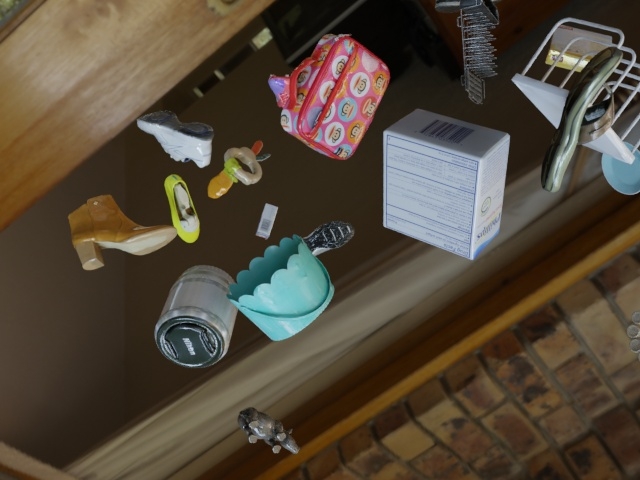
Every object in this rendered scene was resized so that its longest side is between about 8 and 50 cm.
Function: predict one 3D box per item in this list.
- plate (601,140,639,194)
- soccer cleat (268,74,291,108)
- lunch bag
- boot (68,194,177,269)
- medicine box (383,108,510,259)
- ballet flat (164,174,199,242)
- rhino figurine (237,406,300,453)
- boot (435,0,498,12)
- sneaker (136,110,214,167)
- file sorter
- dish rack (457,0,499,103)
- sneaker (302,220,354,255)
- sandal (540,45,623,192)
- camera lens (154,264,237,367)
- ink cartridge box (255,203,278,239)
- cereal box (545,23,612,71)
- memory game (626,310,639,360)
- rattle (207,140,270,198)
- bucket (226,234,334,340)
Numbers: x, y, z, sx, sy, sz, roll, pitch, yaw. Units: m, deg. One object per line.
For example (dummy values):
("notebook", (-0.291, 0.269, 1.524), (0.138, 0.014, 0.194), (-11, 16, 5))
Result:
("plate", (1.026, -0.246, 2.237), (0.188, 0.024, 0.188), (53, 155, 37))
("soccer cleat", (-0.113, -0.463, 2.108), (0.248, 0.083, 0.095), (-22, -66, -84))
("lunch bag", (0.028, -0.383, 1.742), (0.258, 0.293, 0.120), (25, -178, -42))
("boot", (-0.579, -0.053, 1.929), (0.104, 0.295, 0.211), (82, 167, -61))
("medicine box", (0.301, -0.139, 1.637), (0.263, 0.149, 0.289), (23, 134, 32))
("ballet flat", (-0.417, -0.091, 2.040), (0.077, 0.077, 0.231), (17, 128, 50))
("rhino figurine", (-0.139, 0.547, 1.900), (0.243, 0.073, 0.106), (37, 180, -34))
("boot", (0.445, -0.803, 2.044), (0.085, 0.236, 0.179), (-167, 64, -71))
("sneaker", (-0.444, -0.305, 2.003), (0.297, 0.129, 0.111), (26, -140, 30))
("file sorter", (0.605, -0.329, 1.470), (0.277, 0.173, 0.193), (29, -172, -40))
("dish rack", (0.429, -0.510, 1.792), (0.208, 0.074, 0.272), (-6, -87, -62))
("sneaker", (0.000, 0.000, 2.470), (0.100, 0.271, 0.108), (66, -166, -1))
("sandal", (0.506, -0.225, 1.271), (0.086, 0.303, 0.120), (17, -142, 8))
("camera lens", (-0.369, 0.231, 2.024), (0.219, 0.219, 0.274), (48, -157, -23))
("ink cartridge box", (-0.116, -0.038, 1.420), (0.029, 0.063, 0.115), (18, 173, -7))
("cereal box", (0.754, -0.556, 1.939), (0.173, 0.047, 0.240), (18, -141, 12))
("memory game", (0.882, 0.240, 1.724), (0.012, 0.186, 0.186), (15, -147, -33))
("rattle", (-0.239, -0.208, 1.987), (0.130, 0.143, 0.200), (24, -149, -6))
("bucket", (-0.107, 0.138, 1.900), (0.183, 0.281, 0.281), (51, -168, -17))
